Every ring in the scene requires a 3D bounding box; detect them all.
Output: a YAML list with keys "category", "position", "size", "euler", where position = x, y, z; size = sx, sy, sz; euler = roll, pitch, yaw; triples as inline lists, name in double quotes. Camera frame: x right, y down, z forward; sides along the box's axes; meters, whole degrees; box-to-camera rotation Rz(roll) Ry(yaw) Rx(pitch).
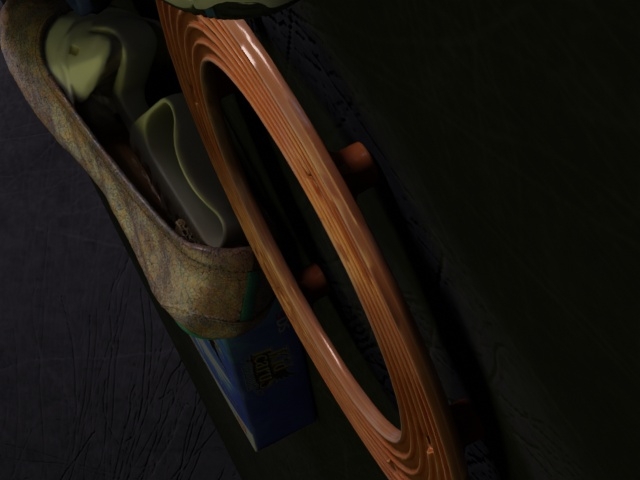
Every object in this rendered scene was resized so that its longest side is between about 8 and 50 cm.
- category: "ring"
  position: [0.000, 0.000, 0.922]
  size: [0.336, 0.032, 0.336]
  euler: [61, 171, 16]

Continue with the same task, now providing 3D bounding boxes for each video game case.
- category: "video game case"
  position: [-0.094, 0.005, 1.357]
  size: [0.244, 0.061, 0.269]
  euler: [57, 169, 27]

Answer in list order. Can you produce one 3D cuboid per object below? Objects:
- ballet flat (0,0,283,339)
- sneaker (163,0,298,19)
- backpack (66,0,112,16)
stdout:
- category: "ballet flat"
  position: [-0.114, -0.081, 1.175]
  size: [0.316, 0.107, 0.106]
  euler: [54, 148, 22]
- category: "sneaker"
  position: [-0.063, -0.166, 0.647]
  size: [0.211, 0.080, 0.081]
  euler: [57, 172, 27]
- category: "backpack"
  position: [-0.127, -0.197, 0.490]
  size: [0.263, 0.213, 0.276]
  euler: [53, 169, 55]
